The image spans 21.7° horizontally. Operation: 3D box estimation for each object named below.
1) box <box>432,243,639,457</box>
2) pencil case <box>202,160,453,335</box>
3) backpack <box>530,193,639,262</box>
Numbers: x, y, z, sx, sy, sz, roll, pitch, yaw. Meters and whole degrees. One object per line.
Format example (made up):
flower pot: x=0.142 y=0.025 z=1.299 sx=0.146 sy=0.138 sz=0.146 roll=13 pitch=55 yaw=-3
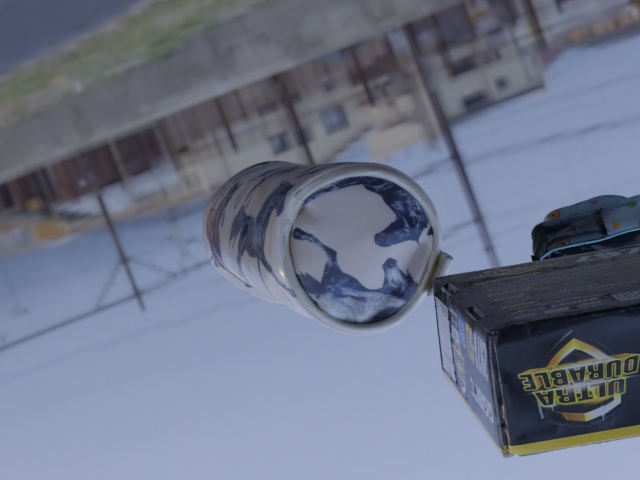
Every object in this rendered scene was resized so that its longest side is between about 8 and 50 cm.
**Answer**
box: x=0.243 y=0.045 z=1.016 sx=0.322 sy=0.079 sz=0.257 roll=-9 pitch=-176 yaw=-3
pencil case: x=0.000 y=0.000 z=1.703 sx=0.183 sy=0.160 sz=0.410 roll=12 pitch=180 yaw=-14
backpack: x=0.366 y=0.028 z=2.051 sx=0.188 sy=0.166 sz=0.144 roll=-14 pitch=-150 yaw=16
